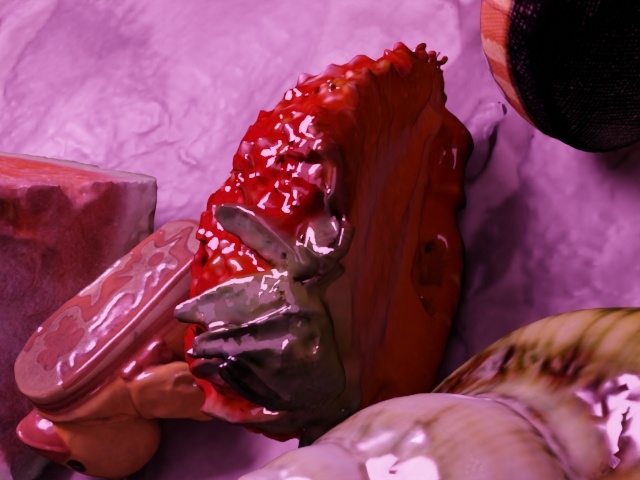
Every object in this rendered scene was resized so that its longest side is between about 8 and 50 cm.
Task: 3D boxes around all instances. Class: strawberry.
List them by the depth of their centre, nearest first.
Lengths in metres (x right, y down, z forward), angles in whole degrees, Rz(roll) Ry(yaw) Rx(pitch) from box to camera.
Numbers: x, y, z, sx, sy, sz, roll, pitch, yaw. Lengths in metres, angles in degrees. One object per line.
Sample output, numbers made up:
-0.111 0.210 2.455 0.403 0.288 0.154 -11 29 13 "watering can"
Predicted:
-0.001 0.002 0.557 0.085 0.140 0.192 -3 70 25 "strawberry"

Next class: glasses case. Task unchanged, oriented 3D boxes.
0.184 -0.168 0.575 0.321 0.122 0.082 -47 55 -6 "glasses case"

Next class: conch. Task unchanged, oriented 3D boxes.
0.064 0.087 0.453 0.124 0.181 0.187 37 107 30 "conch"

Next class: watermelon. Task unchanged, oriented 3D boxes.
-0.192 0.033 0.652 0.231 0.128 0.146 5 99 16 "watermelon"

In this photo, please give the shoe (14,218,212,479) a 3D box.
-0.068 0.048 0.600 0.072 0.069 0.109 12 64 46 "shoe"
